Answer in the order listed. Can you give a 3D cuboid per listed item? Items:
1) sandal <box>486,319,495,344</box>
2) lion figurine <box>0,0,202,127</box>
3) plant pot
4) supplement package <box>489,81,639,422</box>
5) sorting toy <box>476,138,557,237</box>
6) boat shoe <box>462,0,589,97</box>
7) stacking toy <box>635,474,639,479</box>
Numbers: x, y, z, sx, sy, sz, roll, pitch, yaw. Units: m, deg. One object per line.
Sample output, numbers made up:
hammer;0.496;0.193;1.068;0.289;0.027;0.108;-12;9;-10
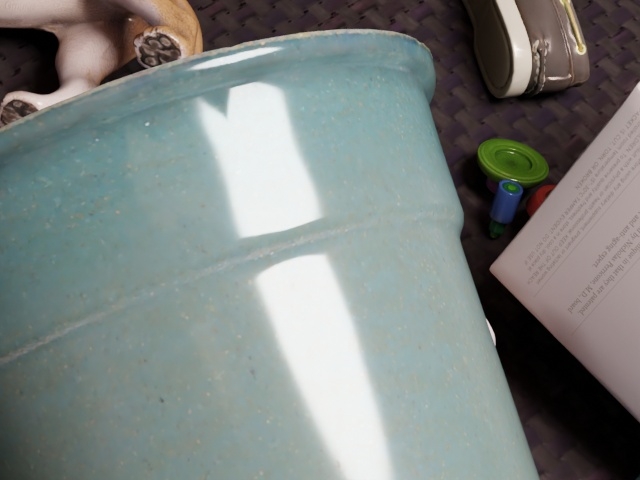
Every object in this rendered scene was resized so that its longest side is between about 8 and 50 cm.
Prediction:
sandal;0.000;-0.007;1.029;0.265;0.102;0.076;26;56;11
lion figurine;-0.222;-0.189;1.105;0.392;0.142;0.240;29;27;-7
plant pot;-0.037;0.126;0.794;0.341;0.341;0.334;-18;79;-21
supplement package;0.285;0.039;0.961;0.293;0.175;0.177;46;43;14
sorting toy;0.139;-0.025;1.107;0.061;0.042;0.102;-15;47;-37
boat shoe;0.141;-0.206;1.205;0.068;0.081;0.228;-4;64;-16
stacking toy;0.184;0.168;0.972;0.167;0.052;0.221;43;54;11
